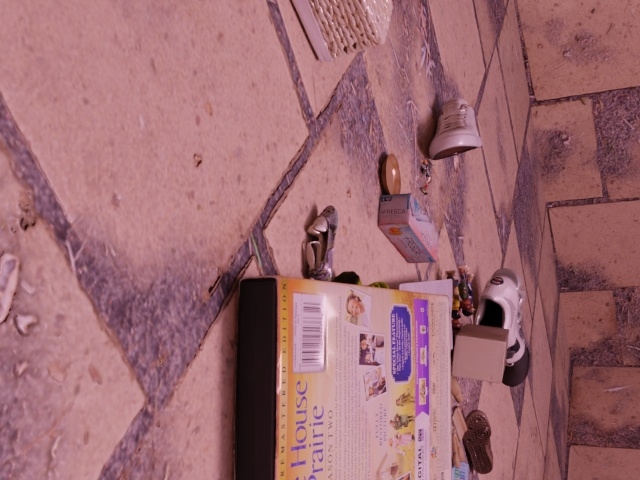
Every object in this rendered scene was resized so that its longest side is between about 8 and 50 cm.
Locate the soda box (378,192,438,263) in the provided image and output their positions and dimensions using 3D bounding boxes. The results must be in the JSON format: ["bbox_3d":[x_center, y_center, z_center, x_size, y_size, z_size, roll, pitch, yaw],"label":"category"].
[{"bbox_3d":[0.161,-0.019,1.372,0.183,0.058,0.063,45,47,-57],"label":"soda box"}]

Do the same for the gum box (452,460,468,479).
[{"bbox_3d":[0.260,0.537,1.535,0.157,0.041,0.184,41,49,-59],"label":"gum box"}]

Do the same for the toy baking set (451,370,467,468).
[{"bbox_3d":[0.258,0.336,1.527,0.196,0.030,0.256,-85,151,-49],"label":"toy baking set"}]

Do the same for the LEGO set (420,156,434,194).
[{"bbox_3d":[0.223,-0.135,1.570,0.054,0.023,0.083,11,77,-66],"label":"LEGO set"}]

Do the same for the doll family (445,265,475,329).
[{"bbox_3d":[0.300,0.129,1.648,0.193,0.076,0.111,36,50,-64],"label":"doll family"}]

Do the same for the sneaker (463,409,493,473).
[{"bbox_3d":[0.364,0.457,1.779,0.071,0.066,0.188,-85,166,-61],"label":"sneaker"}]

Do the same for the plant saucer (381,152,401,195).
[{"bbox_3d":[0.123,-0.112,1.350,0.083,0.015,0.083,-4,90,-67],"label":"plant saucer"}]

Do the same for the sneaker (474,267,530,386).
[{"bbox_3d":[0.449,0.248,1.946,0.146,0.122,0.330,-33,119,-43],"label":"sneaker"}]

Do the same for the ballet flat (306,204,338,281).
[{"bbox_3d":[0.000,0.000,1.030,0.041,0.041,0.114,43,47,-57],"label":"ballet flat"}]

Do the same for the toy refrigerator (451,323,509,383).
[{"bbox_3d":[0.350,0.243,1.649,0.269,0.102,0.094,1,95,-75],"label":"toy refrigerator"}]

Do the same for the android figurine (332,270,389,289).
[{"bbox_3d":[0.069,0.184,1.139,0.248,0.056,0.272,-67,143,-46],"label":"android figurine"}]

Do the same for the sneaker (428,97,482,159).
[{"bbox_3d":[0.281,-0.243,1.644,0.290,0.106,0.123,-30,104,-72],"label":"sneaker"}]

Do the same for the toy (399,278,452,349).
[{"bbox_3d":[0.176,0.141,1.385,0.237,0.056,0.136,1,90,-61],"label":"toy"}]

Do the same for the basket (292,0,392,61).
[{"bbox_3d":[0.027,-0.351,1.057,0.167,0.103,0.113,60,34,-44],"label":"basket"}]

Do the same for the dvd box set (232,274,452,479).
[{"bbox_3d":[0.050,0.211,0.977,0.420,0.062,0.307,9,78,-54],"label":"dvd box set"}]
